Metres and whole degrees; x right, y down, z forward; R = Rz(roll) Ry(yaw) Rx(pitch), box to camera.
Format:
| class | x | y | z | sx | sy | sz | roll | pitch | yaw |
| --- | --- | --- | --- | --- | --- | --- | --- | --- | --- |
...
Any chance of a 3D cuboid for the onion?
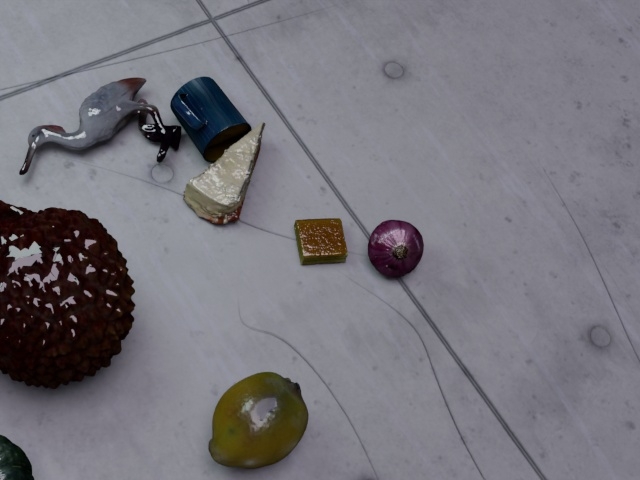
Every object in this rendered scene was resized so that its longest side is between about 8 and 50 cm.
| class | x | y | z | sx | sy | sz | roll | pitch | yaw |
| --- | --- | --- | --- | --- | --- | --- | --- | --- | --- |
| onion | 0.146 | 0.014 | 1.871 | 0.115 | 0.104 | 0.115 | -5 | 107 | -16 |

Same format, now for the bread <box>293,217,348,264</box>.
| class | x | y | z | sx | sy | sz | roll | pitch | yaw |
| --- | --- | --- | --- | --- | --- | --- | --- | --- | --- |
| bread | 0.000 | 0.000 | 1.872 | 0.094 | 0.035 | 0.090 | -3 | 63 | -15 |

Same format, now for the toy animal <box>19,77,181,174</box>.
| class | x | y | z | sx | sy | sz | roll | pitch | yaw |
| --- | --- | --- | --- | --- | --- | --- | --- | --- | --- |
| toy animal | -0.434 | -0.234 | 1.864 | 0.324 | 0.090 | 0.195 | -6 | 64 | -18 |

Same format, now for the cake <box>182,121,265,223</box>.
| class | x | y | z | sx | sy | sz | roll | pitch | yaw |
| --- | --- | --- | --- | --- | --- | --- | --- | --- | --- |
| cake | -0.155 | -0.125 | 1.873 | 0.117 | 0.086 | 0.220 | 44 | 62 | 12 |

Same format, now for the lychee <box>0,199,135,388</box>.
| class | x | y | z | sx | sy | sz | roll | pitch | yaw |
| --- | --- | --- | --- | --- | --- | --- | --- | --- | --- |
| lychee | -0.467 | 0.084 | 1.581 | 0.306 | 0.306 | 0.330 | -21 | 94 | -22 |

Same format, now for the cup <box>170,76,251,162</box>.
| class | x | y | z | sx | sy | sz | roll | pitch | yaw |
| --- | --- | --- | --- | --- | --- | --- | --- | --- | --- |
| cup | -0.224 | -0.252 | 1.891 | 0.113 | 0.150 | 0.138 | -33 | 71 | -10 |

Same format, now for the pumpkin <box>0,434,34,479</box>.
| class | x | y | z | sx | sy | sz | roll | pitch | yaw |
| --- | --- | --- | --- | --- | --- | --- | --- | --- | --- |
| pumpkin | -0.549 | 0.391 | 1.463 | 0.212 | 0.152 | 0.211 | 0 | 45 | 0 |

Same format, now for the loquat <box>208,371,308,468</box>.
| class | x | y | z | sx | sy | sz | roll | pitch | yaw |
| --- | --- | --- | --- | --- | --- | --- | --- | --- | --- |
| loquat | -0.108 | 0.312 | 1.622 | 0.195 | 0.152 | 0.152 | -41 | 77 | -20 |
